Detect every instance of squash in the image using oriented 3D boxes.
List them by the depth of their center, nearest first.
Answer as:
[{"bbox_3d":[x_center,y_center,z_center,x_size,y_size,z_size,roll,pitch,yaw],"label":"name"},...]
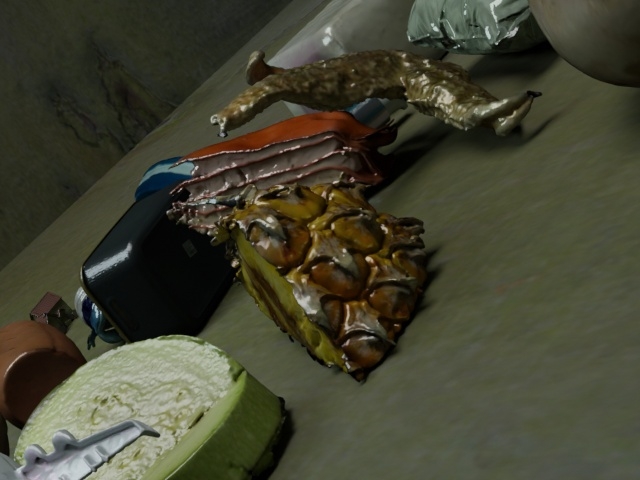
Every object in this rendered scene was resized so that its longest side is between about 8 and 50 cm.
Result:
[{"bbox_3d":[-0.135,0.170,1.237,0.220,0.133,0.220,-32,18,12],"label":"squash"}]

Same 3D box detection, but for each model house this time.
[{"bbox_3d":[-0.421,0.121,2.333,0.057,0.058,0.083,-29,17,40],"label":"model house"}]

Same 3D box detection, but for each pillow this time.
[{"bbox_3d":[0.242,-0.315,1.740,0.283,0.138,0.310,-44,16,-12],"label":"pillow"}]

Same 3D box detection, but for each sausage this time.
[{"bbox_3d":[-0.355,0.166,1.860,0.121,0.121,0.304,-43,14,-10],"label":"sausage"}]

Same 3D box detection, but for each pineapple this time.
[{"bbox_3d":[-0.003,-0.004,1.349,0.161,0.158,0.334,-41,12,-5],"label":"pineapple"}]

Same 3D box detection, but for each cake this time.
[{"bbox_3d":[-0.044,-0.083,1.735,0.287,0.098,0.135,-15,22,8],"label":"cake"}]

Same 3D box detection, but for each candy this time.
[{"bbox_3d":[0.092,-0.307,2.116,0.359,0.145,0.208,-48,15,-33],"label":"candy"}]

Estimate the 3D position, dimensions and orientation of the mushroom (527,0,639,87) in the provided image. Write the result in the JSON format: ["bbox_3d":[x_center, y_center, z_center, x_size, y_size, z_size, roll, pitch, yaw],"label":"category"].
[{"bbox_3d":[0.273,-0.285,1.210,0.297,0.290,0.297,-37,14,11],"label":"mushroom"}]

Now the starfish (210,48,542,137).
[{"bbox_3d":[0.047,-0.165,1.630,0.324,0.082,0.432,2,14,-2],"label":"starfish"}]

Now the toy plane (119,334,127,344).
[{"bbox_3d":[-0.223,0.113,1.861,0.083,0.031,0.078,-26,19,46],"label":"toy plane"}]

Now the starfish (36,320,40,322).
[{"bbox_3d":[-0.444,0.209,2.127,0.223,0.050,0.217,-44,13,45],"label":"starfish"}]

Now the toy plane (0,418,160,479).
[{"bbox_3d":[-0.224,0.222,1.123,0.255,0.101,0.251,35,99,41],"label":"toy plane"}]

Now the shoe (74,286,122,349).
[{"bbox_3d":[-0.222,0.065,1.935,0.207,0.091,0.106,-35,35,4],"label":"shoe"}]

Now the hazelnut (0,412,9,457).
[{"bbox_3d":[-0.509,0.253,1.586,0.372,0.372,0.315,-43,-27,-11],"label":"hazelnut"}]

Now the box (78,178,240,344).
[{"bbox_3d":[-0.183,0.028,1.788,0.090,0.144,0.201,-28,17,31],"label":"box"}]

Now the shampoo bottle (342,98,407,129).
[{"bbox_3d":[0.022,-0.126,1.870,0.192,0.074,0.074,-42,13,-11],"label":"shampoo bottle"}]

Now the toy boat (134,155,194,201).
[{"bbox_3d":[-0.213,-0.081,2.351,0.062,0.096,0.299,-56,20,-18],"label":"toy boat"}]
